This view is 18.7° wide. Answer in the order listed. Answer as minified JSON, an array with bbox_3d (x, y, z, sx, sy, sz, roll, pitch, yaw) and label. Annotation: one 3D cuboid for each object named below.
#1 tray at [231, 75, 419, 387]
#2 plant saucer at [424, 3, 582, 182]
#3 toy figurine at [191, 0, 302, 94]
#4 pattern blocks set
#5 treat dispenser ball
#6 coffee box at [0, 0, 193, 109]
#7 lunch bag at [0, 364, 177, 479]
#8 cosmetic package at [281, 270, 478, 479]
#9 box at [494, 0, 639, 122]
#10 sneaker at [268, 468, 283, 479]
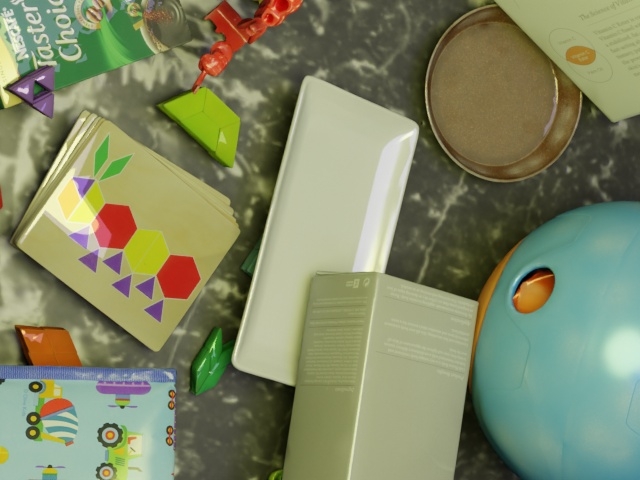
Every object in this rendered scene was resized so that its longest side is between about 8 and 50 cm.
[{"bbox_3d":[0.000,0.000,1.753,0.145,0.030,0.270,21,79,-39],"label":"tray"},{"bbox_3d":[0.169,-0.139,1.842,0.168,0.029,0.168,-1,93,-23],"label":"plant saucer"},{"bbox_3d":[-0.041,-0.318,1.591,0.217,0.362,0.191,47,36,-8],"label":"toy figurine"},{"bbox_3d":[-0.171,-0.010,1.683,0.285,0.026,0.325,-48,117,-15],"label":"pattern blocks set"},{"bbox_3d":[0.274,0.108,1.755,0.288,0.288,0.288,-1,92,-23],"label":"treat dispenser ball"},{"bbox_3d":[-0.211,-0.192,1.669,0.184,0.040,0.113,-21,101,-21],"label":"coffee box"},{"bbox_3d":[-0.275,0.214,1.590,0.293,0.138,0.221,5,75,-15],"label":"lunch bag"},{"bbox_3d":[0.050,0.154,1.704,0.127,0.107,0.238,19,78,-36],"label":"cosmetic package"},{"bbox_3d":[0.256,-0.298,1.759,0.345,0.215,0.168,43,62,-19],"label":"box"},{"bbox_3d":[-0.064,0.317,1.732,0.097,0.084,0.234,29,71,-20],"label":"sneaker"}]
